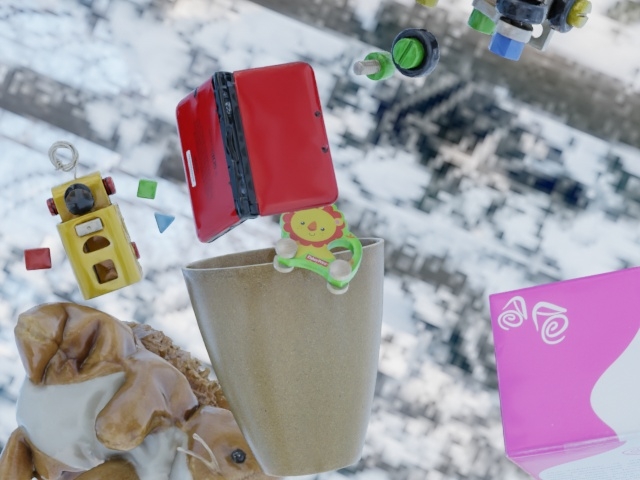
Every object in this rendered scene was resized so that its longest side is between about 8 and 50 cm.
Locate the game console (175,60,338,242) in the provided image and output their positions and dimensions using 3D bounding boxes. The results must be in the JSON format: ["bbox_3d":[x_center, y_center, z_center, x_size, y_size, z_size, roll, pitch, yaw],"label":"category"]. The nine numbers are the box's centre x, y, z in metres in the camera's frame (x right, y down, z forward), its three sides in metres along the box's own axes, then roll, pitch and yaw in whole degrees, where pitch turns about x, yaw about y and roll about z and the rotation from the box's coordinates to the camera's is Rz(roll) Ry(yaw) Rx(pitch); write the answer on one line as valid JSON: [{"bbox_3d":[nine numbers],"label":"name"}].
[{"bbox_3d":[-0.062,-0.081,1.628,0.124,0.085,0.144,-31,64,49],"label":"game console"}]

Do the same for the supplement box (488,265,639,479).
[{"bbox_3d":[0.196,0.106,1.170,0.220,0.111,0.114,41,-139,-64],"label":"supplement box"}]

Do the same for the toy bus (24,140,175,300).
[{"bbox_3d":[-0.319,-0.016,2.453,0.104,0.202,0.191,-130,65,-83],"label":"toy bus"}]

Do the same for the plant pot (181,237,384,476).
[{"bbox_3d":[-0.026,0.138,2.045,0.237,0.237,0.254,-20,-78,-74],"label":"plant pot"}]

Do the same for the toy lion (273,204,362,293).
[{"bbox_3d":[0.000,0.000,1.864,0.034,0.100,0.096,98,-161,-50],"label":"toy lion"}]

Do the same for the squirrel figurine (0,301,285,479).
[{"bbox_3d":[-0.203,0.248,2.392,0.397,0.370,0.281,-27,-48,-72],"label":"squirrel figurine"}]

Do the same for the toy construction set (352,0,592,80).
[{"bbox_3d":[0.198,-0.348,2.079,0.237,0.257,0.309,-11,-78,-54],"label":"toy construction set"}]
